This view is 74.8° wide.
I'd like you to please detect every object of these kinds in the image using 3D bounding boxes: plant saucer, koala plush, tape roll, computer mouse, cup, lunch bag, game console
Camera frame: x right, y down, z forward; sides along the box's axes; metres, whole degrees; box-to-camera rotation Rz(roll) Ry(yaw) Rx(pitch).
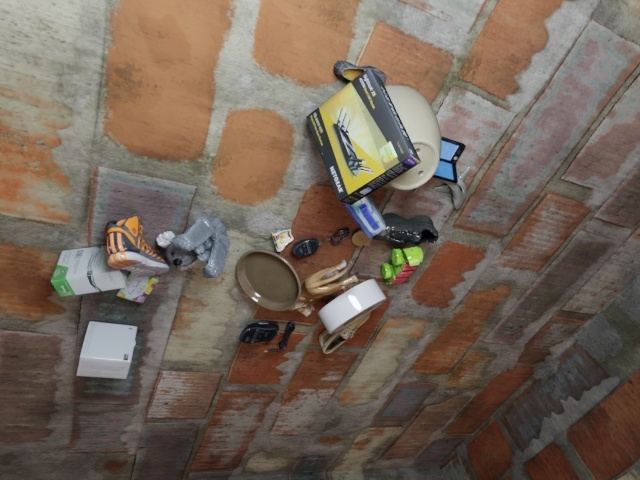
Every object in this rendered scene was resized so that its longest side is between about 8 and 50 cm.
[{"bbox_3d":[-0.195,0.149,1.609,0.278,0.041,0.278,11,121,19],"label":"plant saucer"},{"bbox_3d":[-0.448,0.027,1.460,0.221,0.203,0.196,-20,124,29],"label":"koala plush"},{"bbox_3d":[0.134,0.277,1.752,0.286,0.100,0.286,-30,163,-10],"label":"tape roll"},{"bbox_3d":[-0.255,0.437,1.896,0.262,0.060,0.184,1,124,-30],"label":"computer mouse"},{"bbox_3d":[0.248,-0.292,1.329,0.331,0.237,0.331,-7,129,-9],"label":"cup"},{"bbox_3d":[0.000,0.000,1.632,0.242,0.041,0.071,-19,129,-9],"label":"computer mouse"},{"bbox_3d":[0.144,-0.122,1.476,0.090,0.176,0.219,-32,130,10],"label":"lunch bag"},{"bbox_3d":[0.445,-0.288,1.484,0.144,0.085,0.124,10,125,-23],"label":"game console"}]

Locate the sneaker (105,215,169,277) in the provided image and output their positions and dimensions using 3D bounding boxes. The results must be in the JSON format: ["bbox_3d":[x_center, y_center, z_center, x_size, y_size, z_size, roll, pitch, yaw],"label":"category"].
[{"bbox_3d":[-0.611,0.016,1.419,0.124,0.180,0.321,-14,164,-3],"label":"sneaker"}]

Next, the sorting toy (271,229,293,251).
[{"bbox_3d":[-0.141,-0.011,1.578,0.075,0.045,0.083,-19,130,-9],"label":"sorting toy"}]

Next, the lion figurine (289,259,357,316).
[{"bbox_3d":[-0.011,0.177,1.633,0.240,0.142,0.392,-17,160,-13],"label":"lion figurine"}]

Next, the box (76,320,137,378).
[{"bbox_3d":[-0.836,0.431,1.648,0.182,0.181,0.119,14,123,-24],"label":"box"}]

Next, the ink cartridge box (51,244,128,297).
[{"bbox_3d":[-0.767,0.097,1.418,0.208,0.153,0.087,-8,130,-8],"label":"ink cartridge box"}]

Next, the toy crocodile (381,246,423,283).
[{"bbox_3d":[0.333,0.112,1.712,0.115,0.105,0.340,-4,153,-13],"label":"toy crocodile"}]

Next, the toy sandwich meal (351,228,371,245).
[{"bbox_3d":[0.164,-0.013,1.667,0.085,0.029,0.085,-5,128,-6],"label":"toy sandwich meal"}]

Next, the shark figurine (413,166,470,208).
[{"bbox_3d":[0.473,-0.204,1.544,0.278,0.116,0.166,16,121,-28],"label":"shark figurine"}]

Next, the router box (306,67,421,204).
[{"bbox_3d":[0.115,-0.295,1.213,0.243,0.309,0.081,-31,158,27],"label":"router box"}]

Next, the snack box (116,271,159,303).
[{"bbox_3d":[-0.684,0.167,1.572,0.100,0.037,0.141,27,117,-30],"label":"snack box"}]

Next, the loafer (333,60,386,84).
[{"bbox_3d":[0.124,-0.488,1.250,0.170,0.061,0.062,2,126,-18],"label":"loafer"}]

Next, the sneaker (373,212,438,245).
[{"bbox_3d":[0.326,-0.035,1.625,0.286,0.130,0.109,-4,124,-11],"label":"sneaker"}]

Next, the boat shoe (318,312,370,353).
[{"bbox_3d":[0.120,0.420,1.955,0.302,0.098,0.109,-39,127,16],"label":"boat shoe"}]
